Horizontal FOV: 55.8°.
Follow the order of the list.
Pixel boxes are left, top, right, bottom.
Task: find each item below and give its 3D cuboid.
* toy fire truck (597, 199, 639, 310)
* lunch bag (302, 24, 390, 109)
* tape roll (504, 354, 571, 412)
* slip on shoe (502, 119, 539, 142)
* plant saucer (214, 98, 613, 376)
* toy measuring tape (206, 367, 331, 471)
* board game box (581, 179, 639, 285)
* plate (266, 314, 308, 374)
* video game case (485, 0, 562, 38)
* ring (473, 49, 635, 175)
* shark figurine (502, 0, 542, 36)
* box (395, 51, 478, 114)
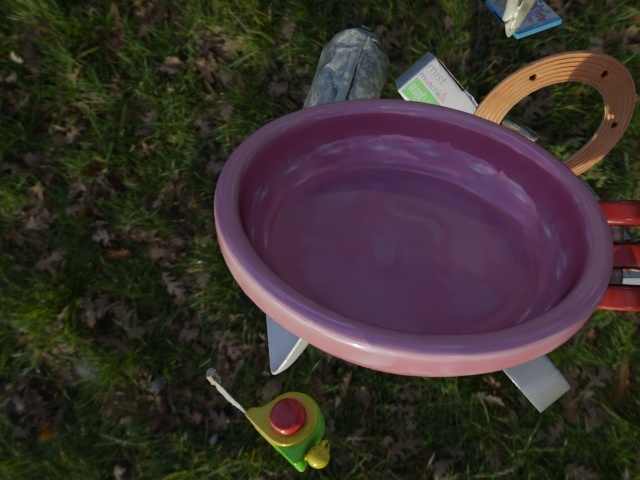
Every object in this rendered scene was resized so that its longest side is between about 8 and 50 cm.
[{"bbox_3d":[0.490,0.027,1.044,0.253,0.302,0.170,2,87,-33],"label":"toy fire truck"},{"bbox_3d":[0.072,-0.446,1.782,0.212,0.256,0.305,19,85,1],"label":"lunch bag"},{"bbox_3d":[0.350,0.203,1.105,0.072,0.219,0.219,-42,90,5],"label":"tape roll"},{"bbox_3d":[0.614,-0.338,1.858,0.041,0.135,0.051,-30,129,-7],"label":"slip on shoe"},{"bbox_3d":[0.075,-0.009,0.535,0.331,0.332,0.084,13,132,9],"label":"plant saucer"},{"bbox_3d":[-0.092,0.326,1.200,0.330,0.121,0.122,32,108,37],"label":"toy measuring tape"},{"bbox_3d":[0.638,-0.022,1.448,0.066,0.317,0.319,-47,55,34],"label":"board game box"},{"bbox_3d":[0.000,0.000,0.828,0.045,0.277,0.278,18,128,-24],"label":"plate"},{"bbox_3d":[0.504,-0.571,1.509,0.119,0.015,0.166,-20,53,-3],"label":"video game case"},{"bbox_3d":[0.446,-0.228,1.193,0.336,0.032,0.337,-5,139,-5],"label":"ring"},{"bbox_3d":[0.480,-0.547,1.273,0.116,0.278,0.167,3,93,-5],"label":"shark figurine"},{"bbox_3d":[0.323,-0.340,1.550,0.126,0.231,0.262,-39,104,17],"label":"box"}]
